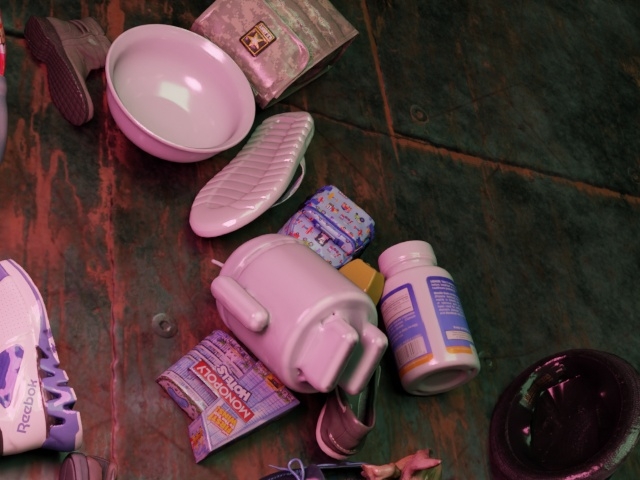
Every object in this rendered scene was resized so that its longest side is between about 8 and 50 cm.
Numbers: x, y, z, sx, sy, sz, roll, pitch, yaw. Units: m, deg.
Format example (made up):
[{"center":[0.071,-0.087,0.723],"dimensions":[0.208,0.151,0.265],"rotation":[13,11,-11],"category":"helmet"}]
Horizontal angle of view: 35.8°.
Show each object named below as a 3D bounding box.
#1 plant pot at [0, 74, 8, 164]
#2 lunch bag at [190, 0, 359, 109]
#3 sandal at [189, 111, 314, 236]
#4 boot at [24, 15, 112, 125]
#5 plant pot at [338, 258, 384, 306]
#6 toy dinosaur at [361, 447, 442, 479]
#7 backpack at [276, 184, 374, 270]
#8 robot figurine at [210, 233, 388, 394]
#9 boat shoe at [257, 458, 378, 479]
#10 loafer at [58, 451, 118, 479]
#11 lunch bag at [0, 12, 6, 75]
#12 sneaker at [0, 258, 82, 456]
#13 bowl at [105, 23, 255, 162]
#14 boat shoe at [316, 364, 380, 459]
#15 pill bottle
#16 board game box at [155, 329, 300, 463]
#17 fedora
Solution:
[{"center":[-0.608,-0.130,1.498],"dimensions":[0.293,0.293,0.196],"rotation":[-11,91,-38],"category":"plant pot"},{"center":[-0.103,-0.434,2.109],"dimensions":[0.235,0.169,0.287],"rotation":[48,53,1],"category":"lunch bag"},{"center":[-0.103,-0.116,1.909],"dimensions":[0.416,0.169,0.102],"rotation":[-57,136,-45],"category":"sandal"},{"center":[-0.440,-0.332,1.873],"dimensions":[0.161,0.083,0.246],"rotation":[-12,67,-45],"category":"boot"},{"center":[0.072,0.083,1.862],"dimensions":[0.081,0.083,0.081],"rotation":[35,3,28],"category":"plant pot"},{"center":[0.155,0.415,1.611],"dimensions":[0.200,0.295,0.127],"rotation":[-17,44,-39],"category":"toy dinosaur"},{"center":[0.000,0.000,1.890],"dimensions":[0.158,0.117,0.173],"rotation":[44,48,3],"category":"backpack"},{"center":[-0.045,0.118,1.666],"dimensions":[0.300,0.200,0.353],"rotation":[19,15,-46],"category":"robot figurine"},{"center":[-0.017,0.394,1.605],"dimensions":[0.258,0.089,0.109],"rotation":[-11,65,-39],"category":"boat shoe"},{"center":[-0.312,0.425,1.390],"dimensions":[0.084,0.096,0.267],"rotation":[12,50,-34],"category":"loafer"},{"center":[-0.659,-0.358,1.562],"dimensions":[0.293,0.258,0.120],"rotation":[-9,24,-12],"category":"lunch bag"},{"center":[-0.479,0.180,1.428],"dimensions":[0.182,0.127,0.315],"rotation":[-12,62,-34],"category":"sneaker"},{"center":[-0.284,-0.254,1.875],"dimensions":[0.298,0.134,0.298],"rotation":[18,50,-23],"category":"bowl"},{"center":[0.064,0.232,1.749],"dimensions":[0.112,0.095,0.335],"rotation":[30,38,-19],"category":"boat shoe"},{"center":[0.196,0.143,1.887],"dimensions":[0.152,0.152,0.272],"rotation":[6,55,-30],"category":"pill bottle"},{"center":[-0.165,0.262,1.626],"dimensions":[0.194,0.060,0.194],"rotation":[46,45,4],"category":"board game box"},{"center":[0.486,0.369,1.877],"dimensions":[0.152,0.334,0.334],"rotation":[55,37,-32],"category":"fedora"}]
